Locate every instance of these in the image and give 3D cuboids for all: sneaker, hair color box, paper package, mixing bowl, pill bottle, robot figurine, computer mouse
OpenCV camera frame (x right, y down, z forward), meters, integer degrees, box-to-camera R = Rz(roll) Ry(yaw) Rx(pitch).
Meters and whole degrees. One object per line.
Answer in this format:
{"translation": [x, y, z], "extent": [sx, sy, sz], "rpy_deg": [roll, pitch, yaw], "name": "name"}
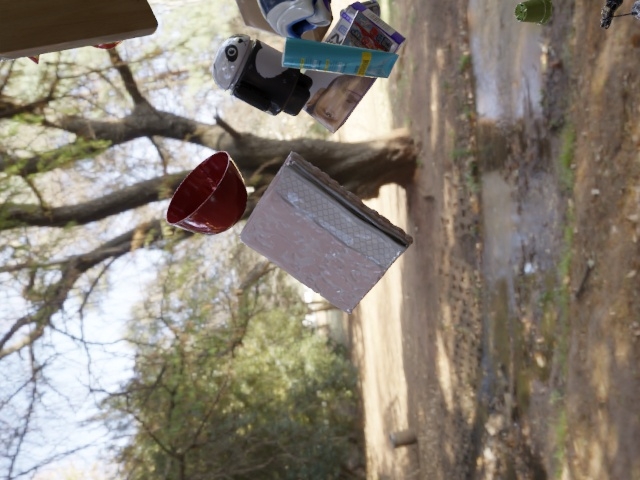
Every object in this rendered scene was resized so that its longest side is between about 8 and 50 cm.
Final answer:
{"translation": [-0.003, -0.567, 1.256], "extent": [0.130, 0.323, 0.236], "rpy_deg": [-8, -117, -54], "name": "sneaker"}
{"translation": [0.074, -0.508, 1.798], "extent": [0.339, 0.185, 0.110], "rpy_deg": [-51, 2, 34], "name": "hair color box"}
{"translation": [-0.138, -0.897, 2.228], "extent": [0.309, 0.325, 0.168], "rpy_deg": [67, -134, -73], "name": "paper package"}
{"translation": [-0.212, -0.079, 1.211], "extent": [0.098, 0.181, 0.181], "rpy_deg": [40, -153, -32], "name": "mixing bowl"}
{"translation": [0.143, -0.823, 2.200], "extent": [0.078, 0.137, 0.078], "rpy_deg": [52, 154, 38], "name": "pill bottle"}
{"translation": [-0.162, -0.455, 1.677], "extent": [0.173, 0.278, 0.209], "rpy_deg": [-64, 18, 9], "name": "robot figurine"}
{"translation": [0.704, -0.502, 1.291], "extent": [0.106, 0.193, 0.042], "rpy_deg": [29, -117, -65], "name": "computer mouse"}

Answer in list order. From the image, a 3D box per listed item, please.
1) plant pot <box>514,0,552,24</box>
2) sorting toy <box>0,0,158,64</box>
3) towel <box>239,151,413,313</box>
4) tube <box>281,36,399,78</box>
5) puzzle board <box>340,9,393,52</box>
{"translation": [0.600, -0.652, 1.722], "extent": [0.083, 0.079, 0.083], "rpy_deg": [166, 90, -71], "name": "plant pot"}
{"translation": [-0.437, -0.404, 0.970], "extent": [0.255, 0.257, 0.089], "rpy_deg": [63, 148, 6], "name": "sorting toy"}
{"translation": [0.000, 0.000, 1.371], "extent": [0.053, 0.332, 0.317], "rpy_deg": [-56, 2, -42], "name": "towel"}
{"translation": [0.034, -0.333, 1.112], "extent": [0.080, 0.207, 0.052], "rpy_deg": [130, 145, -76], "name": "tube"}
{"translation": [0.111, -0.459, 1.418], "extent": [0.011, 0.128, 0.096], "rpy_deg": [15, 78, 52], "name": "puzzle board"}
